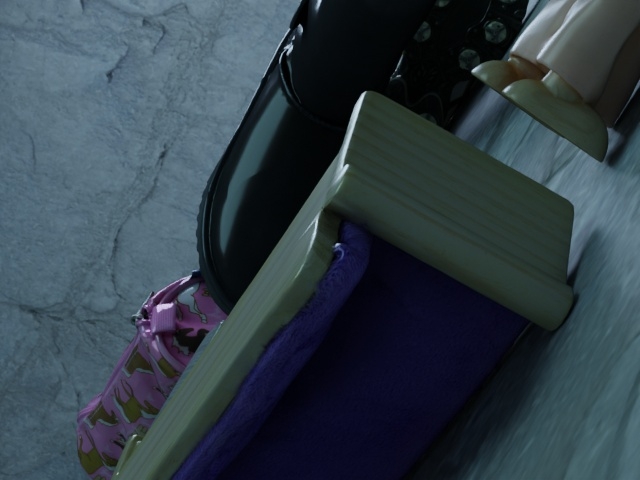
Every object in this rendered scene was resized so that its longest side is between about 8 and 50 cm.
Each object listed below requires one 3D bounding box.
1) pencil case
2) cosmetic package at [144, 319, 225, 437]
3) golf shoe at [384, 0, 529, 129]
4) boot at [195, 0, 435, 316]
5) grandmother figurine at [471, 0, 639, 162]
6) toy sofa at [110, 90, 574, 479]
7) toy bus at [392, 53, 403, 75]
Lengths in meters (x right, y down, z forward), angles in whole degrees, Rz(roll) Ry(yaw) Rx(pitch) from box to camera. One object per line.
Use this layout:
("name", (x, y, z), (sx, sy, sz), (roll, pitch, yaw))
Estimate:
("pencil case", (-0.173, 0.179, 2.308), (0.160, 0.167, 0.386), (-27, -15, -31))
("cosmetic package", (-0.100, 0.203, 1.694), (0.238, 0.127, 0.107), (-61, 6, -16))
("golf shoe", (0.131, -0.200, 2.078), (0.273, 0.105, 0.120), (-56, -2, 23))
("boot", (0.026, -0.151, 1.828), (0.445, 0.146, 0.367), (132, 153, -61))
("grandmother figurine", (0.229, -0.219, 1.220), (0.342, 0.104, 0.208), (-55, 29, 6))
("toy sofa", (-0.006, 0.108, 1.167), (0.362, 0.150, 0.177), (-55, 10, 34))
("toy bus", (0.040, -0.131, 2.384), (0.333, 0.130, 0.108), (-55, 6, 36))
